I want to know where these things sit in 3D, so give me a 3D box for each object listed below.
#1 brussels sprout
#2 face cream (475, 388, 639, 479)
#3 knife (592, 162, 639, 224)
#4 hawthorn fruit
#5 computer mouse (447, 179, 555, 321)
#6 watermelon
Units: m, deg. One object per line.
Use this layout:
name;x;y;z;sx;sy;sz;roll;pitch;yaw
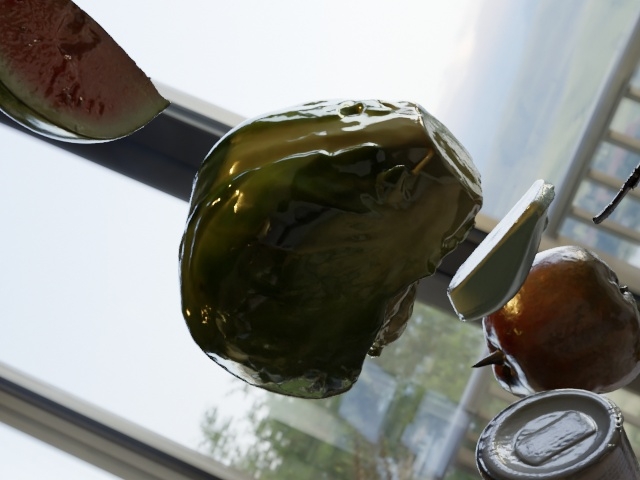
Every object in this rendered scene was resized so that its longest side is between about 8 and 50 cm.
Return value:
brussels sprout;0.000;0.000;1.307;0.371;0.315;0.276;-49;14;18
face cream;0.286;0.282;1.349;0.153;0.177;0.177;66;-146;-26
knife;0.585;-0.105;2.174;0.222;0.021;0.045;-47;-35;-14
hawthorn fruit;0.395;0.157;1.977;0.301;0.267;0.268;-24;-8;3
computer mouse;0.258;0.020;1.568;0.231;0.079;0.128;-55;2;28
watermelon;-0.346;-0.198;1.389;0.128;0.303;0.159;-19;40;46
